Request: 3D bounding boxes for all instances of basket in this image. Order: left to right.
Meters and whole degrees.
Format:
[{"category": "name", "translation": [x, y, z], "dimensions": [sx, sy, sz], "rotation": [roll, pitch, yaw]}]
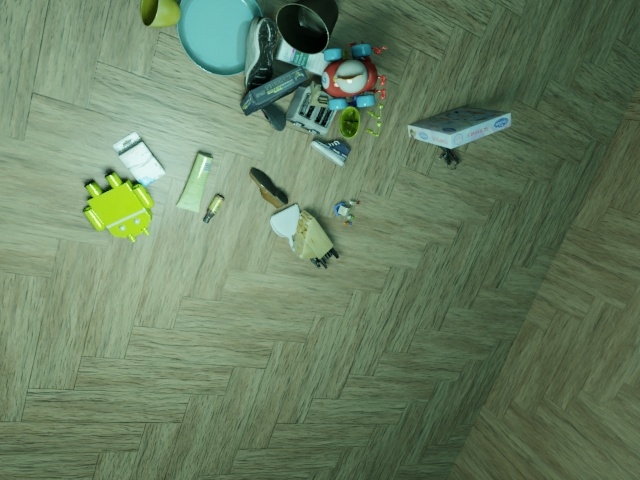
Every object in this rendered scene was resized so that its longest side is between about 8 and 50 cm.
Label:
[{"category": "basket", "translation": [-0.026, -0.807, 1.626], "dimensions": [0.204, 0.226, 0.154], "rotation": [32, 136, -4]}]

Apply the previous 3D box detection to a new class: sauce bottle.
[{"category": "sauce bottle", "translation": [-0.443, -0.129, 1.833], "dimensions": [0.042, 0.042, 0.128], "rotation": [28, 99, -30]}]

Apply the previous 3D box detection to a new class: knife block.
[{"category": "knife block", "translation": [0.000, 0.000, 2.028], "dimensions": [0.242, 0.088, 0.275], "rotation": [-5, 119, -36]}]

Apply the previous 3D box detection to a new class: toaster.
[{"category": "toaster", "translation": [-0.031, -0.537, 1.811], "dimensions": [0.168, 0.110, 0.185], "rotation": [20, 101, -30]}]

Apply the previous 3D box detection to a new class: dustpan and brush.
[{"category": "dustpan and brush", "translation": [-0.142, -0.044, 1.996], "dimensions": [0.147, 0.060, 0.211], "rotation": [-29, 113, -25]}]

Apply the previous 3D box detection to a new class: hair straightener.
[{"category": "hair straightener", "translation": [0.611, -0.427, 2.181], "dimensions": [0.089, 0.047, 0.230], "rotation": [-44, 125, -2]}]

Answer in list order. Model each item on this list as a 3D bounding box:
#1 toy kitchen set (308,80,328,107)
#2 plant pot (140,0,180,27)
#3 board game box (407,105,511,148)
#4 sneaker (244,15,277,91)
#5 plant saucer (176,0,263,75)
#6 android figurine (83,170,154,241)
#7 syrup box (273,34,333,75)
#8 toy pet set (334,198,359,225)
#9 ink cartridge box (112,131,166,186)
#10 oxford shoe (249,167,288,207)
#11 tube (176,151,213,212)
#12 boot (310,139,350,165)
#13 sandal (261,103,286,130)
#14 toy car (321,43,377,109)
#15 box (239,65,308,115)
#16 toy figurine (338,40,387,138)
[{"category": "toy kitchen set", "translation": [0.001, -0.571, 1.711], "dimensions": [0.075, 0.083, 0.068], "rotation": [1, 68, -24]}, {"category": "plant pot", "translation": [-0.531, -0.780, 1.496], "dimensions": [0.095, 0.134, 0.134], "rotation": [-4, 113, -46]}, {"category": "board game box", "translation": [0.612, -0.513, 1.983], "dimensions": [0.318, 0.319, 0.065], "rotation": [-21, 117, -14]}, {"category": "sneaker", "translation": [-0.231, -0.682, 1.634], "dimensions": [0.100, 0.108, 0.271], "rotation": [-11, 132, -39]}, {"category": "plant saucer", "translation": [-0.360, -0.768, 1.614], "dimensions": [0.318, 0.044, 0.317], "rotation": [-8, 113, -20]}, {"category": "android figurine", "translation": [-0.752, -0.118, 1.672], "dimensions": [0.248, 0.056, 0.272], "rotation": [-23, 117, 2]}, {"category": "syrup box", "translation": [-0.054, -0.713, 1.729], "dimensions": [0.237, 0.096, 0.093], "rotation": [12, 107, -24]}, {"category": "toy pet set", "translation": [0.112, -0.137, 2.076], "dimensions": [0.114, 0.065, 0.122], "rotation": [-8, 122, -59]}, {"category": "ink cartridge box", "translation": [-0.674, -0.300, 1.651], "dimensions": [0.104, 0.060, 0.180], "rotation": [-35, 120, -6]}, {"category": "oxford shoe", "translation": [-0.234, -0.214, 1.878], "dimensions": [0.076, 0.076, 0.212], "rotation": [-27, 115, 34]}, {"category": "tube", "translation": [-0.494, -0.230, 1.765], "dimensions": [0.070, 0.062, 0.240], "rotation": [26, 106, 12]}, {"category": "boot", "translation": [0.044, -0.405, 1.929], "dimensions": [0.190, 0.069, 0.086], "rotation": [29, 90, -38]}, {"category": "sandal", "translation": [-0.204, -0.521, 1.788], "dimensions": [0.067, 0.040, 0.179], "rotation": [-43, 106, -9]}, {"category": "toy car", "translation": [0.093, -0.588, 1.598], "dimensions": [0.211, 0.238, 0.219], "rotation": [-2, 108, 13]}, {"category": "box", "translation": [-0.179, -0.562, 1.674], "dimensions": [0.233, 0.183, 0.059], "rotation": [-34, 102, -18]}, {"category": "toy figurine", "translation": [0.179, -0.612, 1.817], "dimensions": [0.191, 0.217, 0.362], "rotation": [4, 110, 11]}]
